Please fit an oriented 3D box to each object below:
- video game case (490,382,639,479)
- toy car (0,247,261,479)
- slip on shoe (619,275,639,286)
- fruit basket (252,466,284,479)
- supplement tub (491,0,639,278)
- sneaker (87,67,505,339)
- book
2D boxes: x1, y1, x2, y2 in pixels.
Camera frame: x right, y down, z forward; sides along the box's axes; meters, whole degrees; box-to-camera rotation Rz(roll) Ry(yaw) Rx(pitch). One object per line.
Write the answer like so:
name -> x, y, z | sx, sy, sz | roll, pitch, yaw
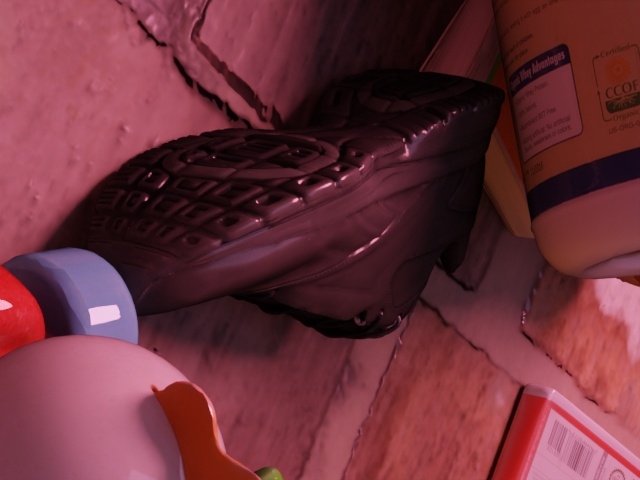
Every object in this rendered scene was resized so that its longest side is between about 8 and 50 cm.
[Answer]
video game case -> 0.142, 0.261, 1.245 | 0.204, 0.025, 0.285 | 39, 67, -47
toy car -> -0.115, 0.111, 0.738 | 0.219, 0.238, 0.210 | -7, 103, -49
slip on shoe -> 0.231, -0.121, 1.227 | 0.123, 0.101, 0.331 | 18, 70, -35
fruit basket -> 0.069, 0.298, 0.991 | 0.392, 0.283, 0.392 | -27, 128, -39
supplement tub -> 0.205, -0.151, 1.035 | 0.228, 0.228, 0.316 | 0, 78, -50
sneaker -> 0.000, 0.000, 0.965 | 0.286, 0.109, 0.130 | -21, 119, -44
book -> 0.120, -0.084, 1.145 | 0.096, 0.035, 0.144 | -59, 137, -29
